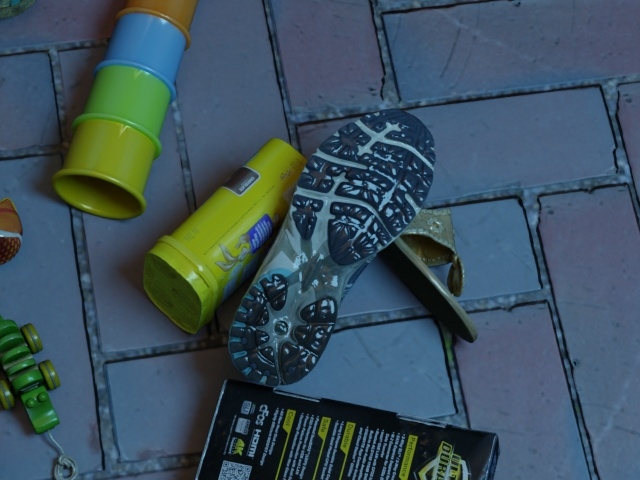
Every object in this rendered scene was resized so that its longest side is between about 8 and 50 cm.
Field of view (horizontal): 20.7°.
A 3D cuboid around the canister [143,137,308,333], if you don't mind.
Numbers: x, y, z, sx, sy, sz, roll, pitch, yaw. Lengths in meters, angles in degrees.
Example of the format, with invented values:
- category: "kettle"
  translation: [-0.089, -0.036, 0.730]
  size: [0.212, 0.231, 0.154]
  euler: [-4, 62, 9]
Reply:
- category: "canister"
  translation: [-0.082, -0.006, 1.648]
  size: [0.073, 0.126, 0.170]
  euler: [41, 68, 11]

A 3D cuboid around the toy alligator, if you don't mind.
- category: "toy alligator"
  translation: [-0.267, 0.135, 1.608]
  size: [0.056, 0.051, 0.190]
  euler: [-24, 73, -14]

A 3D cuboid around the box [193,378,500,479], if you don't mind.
- category: "box"
  translation: [-0.001, 0.300, 1.533]
  size: [0.257, 0.079, 0.322]
  euler: [11, 67, 11]

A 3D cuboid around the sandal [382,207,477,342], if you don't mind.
- category: "sandal"
  translation: [0.089, -0.013, 1.689]
  size: [0.079, 0.088, 0.240]
  euler: [-42, 74, -13]

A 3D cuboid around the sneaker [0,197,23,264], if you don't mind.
- category: "sneaker"
  translation: [-0.370, -0.004, 1.656]
  size: [0.175, 0.064, 0.067]
  euler: [-4, 49, -14]

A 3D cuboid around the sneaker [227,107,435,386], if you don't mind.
- category: "sneaker"
  translation: [0.000, 0.000, 1.616]
  size: [0.110, 0.122, 0.283]
  euler: [35, 86, -5]

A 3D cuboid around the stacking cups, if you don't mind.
- category: "stacking cups"
  translation: [-0.172, -0.181, 1.719]
  size: [0.096, 0.096, 0.316]
  euler: [16, 68, 0]

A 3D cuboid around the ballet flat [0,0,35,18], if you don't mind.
- category: "ballet flat"
  translation: [-0.391, -0.378, 1.763]
  size: [0.123, 0.123, 0.348]
  euler: [-31, 75, -17]
